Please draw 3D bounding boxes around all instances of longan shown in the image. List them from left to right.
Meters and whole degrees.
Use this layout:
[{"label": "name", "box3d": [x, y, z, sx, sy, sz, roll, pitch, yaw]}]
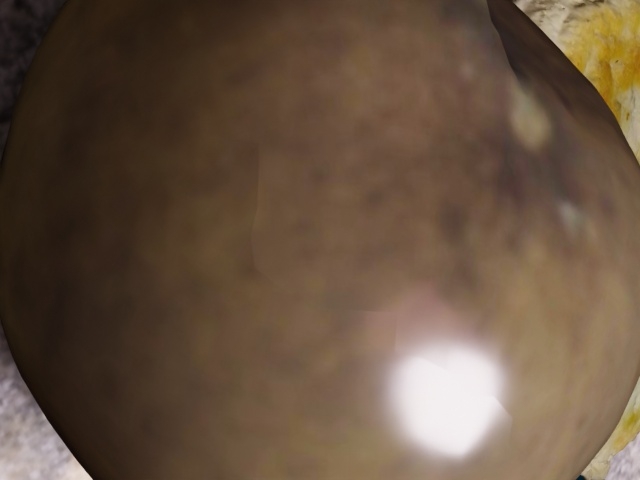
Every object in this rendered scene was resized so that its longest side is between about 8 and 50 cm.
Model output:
[{"label": "longan", "box3d": [0.000, 0.000, 0.681, 0.319, 0.319, 0.319, -14, 111, -40]}]

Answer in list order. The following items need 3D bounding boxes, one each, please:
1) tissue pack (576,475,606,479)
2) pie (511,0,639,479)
[{"label": "tissue pack", "box3d": [0.109, 0.246, 0.921, 0.271, 0.192, 0.134, -11, 108, -40]}, {"label": "pie", "box3d": [0.185, -0.015, 0.967, 0.337, 0.075, 0.338, 0, 89, -47]}]
